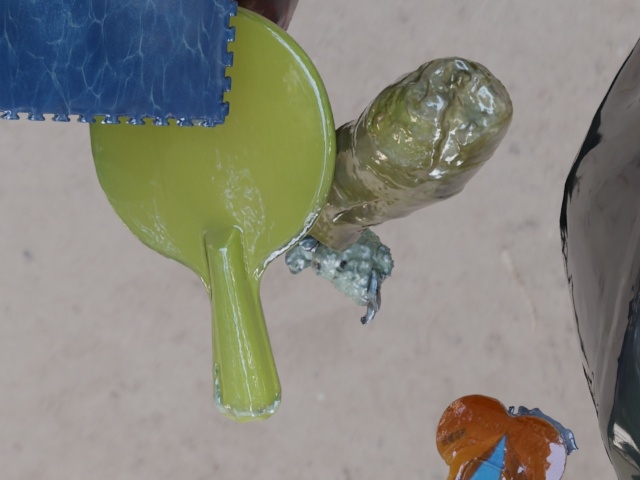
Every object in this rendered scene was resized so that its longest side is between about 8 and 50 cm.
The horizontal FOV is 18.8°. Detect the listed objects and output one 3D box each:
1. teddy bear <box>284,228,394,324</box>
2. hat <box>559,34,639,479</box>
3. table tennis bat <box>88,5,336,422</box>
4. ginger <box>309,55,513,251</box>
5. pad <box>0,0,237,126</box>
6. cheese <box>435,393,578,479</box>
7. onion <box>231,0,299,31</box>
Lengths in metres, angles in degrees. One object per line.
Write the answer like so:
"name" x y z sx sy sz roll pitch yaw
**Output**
"teddy bear" 0.007 -0.014 2.003 0.213 0.111 0.133 41 140 12
"hat" 0.187 0.061 0.803 0.257 0.366 0.381 26 153 -2
"table tennis bat" -0.082 -0.024 1.672 0.224 0.054 0.368 -6 98 20
"ginger" 0.072 -0.074 1.649 0.109 0.116 0.263 51 141 -3
"pad" -0.184 -0.221 1.483 0.269 0.012 0.269 -1 103 -22
"cheese" 0.070 0.213 1.150 0.106 0.037 0.256 24 89 27
"onion" -0.190 -0.322 1.937 0.398 0.420 0.398 0 98 2
